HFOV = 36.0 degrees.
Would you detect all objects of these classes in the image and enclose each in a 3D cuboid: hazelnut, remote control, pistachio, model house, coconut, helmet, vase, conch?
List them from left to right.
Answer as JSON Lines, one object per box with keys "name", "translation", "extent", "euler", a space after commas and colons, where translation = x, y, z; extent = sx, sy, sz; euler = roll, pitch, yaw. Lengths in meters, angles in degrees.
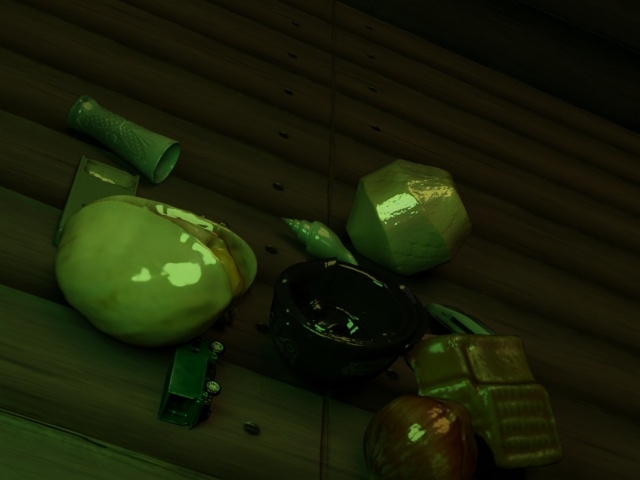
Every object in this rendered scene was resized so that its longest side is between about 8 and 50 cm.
{"name": "remote control", "translation": [-0.397, -0.061, 1.768], "extent": [0.123, 0.038, 0.285], "euler": [19, 29, -17]}
{"name": "vase", "translation": [-0.391, -0.205, 1.939], "extent": [0.219, 0.096, 0.096], "euler": [31, 30, 10]}
{"name": "pistachio", "translation": [-0.261, 0.044, 1.516], "extent": [0.309, 0.229, 0.230], "euler": [6, 25, 17]}
{"name": "conch", "translation": [-0.004, 0.005, 1.969], "extent": [0.180, 0.088, 0.065], "euler": [35, 73, 0]}
{"name": "helmet", "translation": [0.033, 0.152, 1.657], "extent": [0.279, 0.160, 0.230], "euler": [3, 34, -36]}
{"name": "coconut", "translation": [0.175, -0.047, 2.037], "extent": [0.259, 0.259, 0.259], "euler": [20, 31, -13]}
{"name": "hazelnut", "translation": [0.154, 0.315, 1.500], "extent": [0.182, 0.182, 0.182], "euler": [20, 31, -13]}
{"name": "model house", "translation": [0.279, 0.289, 1.668], "extent": [0.268, 0.173, 0.239], "euler": [1, 46, -18]}

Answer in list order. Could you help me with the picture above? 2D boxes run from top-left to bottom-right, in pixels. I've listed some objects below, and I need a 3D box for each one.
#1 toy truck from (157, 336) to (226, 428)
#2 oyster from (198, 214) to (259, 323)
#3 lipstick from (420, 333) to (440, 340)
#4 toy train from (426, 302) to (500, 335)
{"name": "toy truck", "translation": [-0.191, 0.209, 1.485], "extent": [0.079, 0.065, 0.147], "euler": [18, 32, -10]}
{"name": "oyster", "translation": [-0.192, 0.041, 1.725], "extent": [0.198, 0.092, 0.259], "euler": [7, 28, -36]}
{"name": "lipstick", "translation": [0.238, 0.209, 1.854], "extent": [0.145, 0.045, 0.045], "euler": [10, 32, -29]}
{"name": "toy train", "translation": [0.271, 0.157, 1.884], "extent": [0.055, 0.048, 0.252], "euler": [13, 13, -28]}
